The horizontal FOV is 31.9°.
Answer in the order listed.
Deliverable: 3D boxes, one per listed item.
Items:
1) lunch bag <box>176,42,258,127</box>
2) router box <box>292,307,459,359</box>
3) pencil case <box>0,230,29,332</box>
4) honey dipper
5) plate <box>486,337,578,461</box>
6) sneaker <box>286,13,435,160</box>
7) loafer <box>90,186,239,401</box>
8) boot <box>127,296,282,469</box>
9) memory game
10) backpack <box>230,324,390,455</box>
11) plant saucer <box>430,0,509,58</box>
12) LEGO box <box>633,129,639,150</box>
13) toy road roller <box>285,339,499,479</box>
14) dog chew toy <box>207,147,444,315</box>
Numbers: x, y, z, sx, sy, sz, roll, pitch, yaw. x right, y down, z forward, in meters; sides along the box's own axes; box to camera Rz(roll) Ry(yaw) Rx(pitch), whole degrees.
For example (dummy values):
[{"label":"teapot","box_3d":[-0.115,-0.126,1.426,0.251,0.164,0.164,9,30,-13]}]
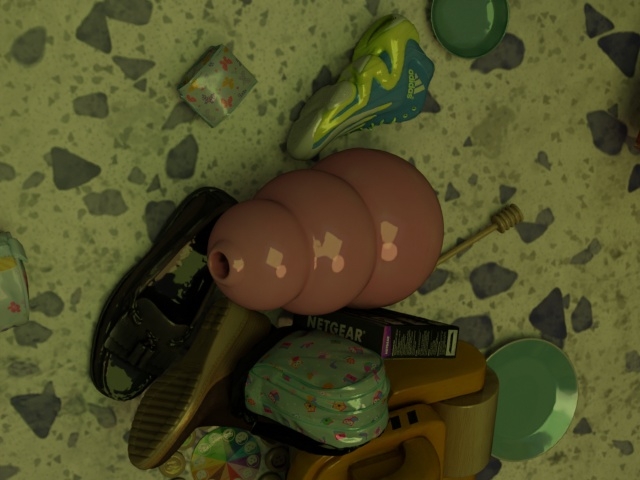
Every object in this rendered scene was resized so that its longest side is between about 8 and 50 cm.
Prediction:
[{"label":"lunch bag","box_3d":[-0.134,-0.194,1.406,0.071,0.053,0.083,43,73,-23]},{"label":"router box","box_3d":[0.069,0.115,1.448,0.133,0.179,0.046,5,93,-40]},{"label":"pencil case","box_3d":[-0.473,0.067,1.288,0.273,0.113,0.124,-11,125,-19]},{"label":"honey dipper","box_3d":[0.215,0.001,1.582,0.160,0.030,0.030,-33,109,-10]},{"label":"plate","box_3d":[0.295,0.233,1.653,0.188,0.024,0.188,-4,100,-21]},{"label":"sneaker","box_3d":[0.067,-0.174,1.463,0.126,0.091,0.240,42,83,-22]},{"label":"loafer","box_3d":[-0.192,0.070,1.404,0.109,0.095,0.303,31,87,-22]},{"label":"boot","box_3d":[-0.114,0.217,1.426,0.207,0.090,0.248,47,67,-39]},{"label":"memory game","box_3d":[-0.127,0.300,1.512,0.186,0.012,0.186,-3,100,-20]},{"label":"backpack","box_3d":[-0.004,0.177,1.346,0.152,0.182,0.115,-37,135,-37]},{"label":"plant saucer","box_3d":[0.200,-0.307,1.527,0.119,0.021,0.119,-3,100,-20]},{"label":"LEGO box","box_3d":[0.713,-0.286,1.586,0.372,0.193,0.500,21,92,-36]},{"label":"toy road roller","box_3d":[0.112,0.293,1.457,0.329,0.240,0.203,-13,123,-21]},{"label":"dog chew toy","box_3d":[0.000,0.000,1.365,0.331,0.206,0.207,-15,106,-46]}]
